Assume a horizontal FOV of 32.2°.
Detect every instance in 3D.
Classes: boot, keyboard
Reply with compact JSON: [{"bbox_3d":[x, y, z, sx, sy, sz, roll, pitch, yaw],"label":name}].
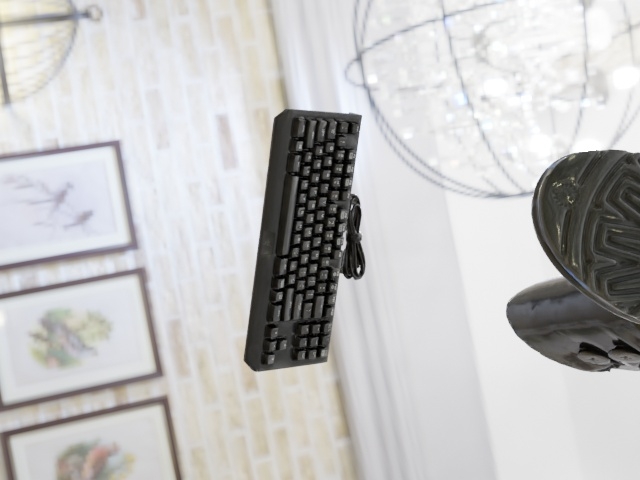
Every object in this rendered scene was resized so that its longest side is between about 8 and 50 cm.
[{"bbox_3d":[0.315,0.047,1.207,0.445,0.367,0.146,158,-46,-77],"label":"boot"},{"bbox_3d":[0.000,0.000,0.773,0.023,0.108,0.180,17,-76,39],"label":"keyboard"}]
